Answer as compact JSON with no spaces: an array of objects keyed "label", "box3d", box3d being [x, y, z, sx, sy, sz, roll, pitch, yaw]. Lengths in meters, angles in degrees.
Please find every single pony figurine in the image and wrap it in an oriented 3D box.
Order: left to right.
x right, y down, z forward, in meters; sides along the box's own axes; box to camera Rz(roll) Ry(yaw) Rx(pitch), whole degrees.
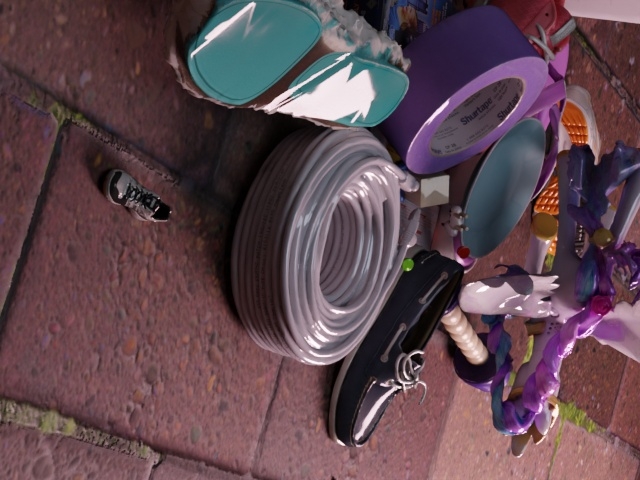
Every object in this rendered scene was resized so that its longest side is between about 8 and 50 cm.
[{"label":"pony figurine","box3d":[0.313,0.061,2.089,0.351,0.303,0.363,112,-4,-66]}]

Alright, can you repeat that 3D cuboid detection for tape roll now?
[{"label":"tape roll","box3d":[0.150,-0.163,1.874,0.189,0.080,0.189,-30,158,-14]}]

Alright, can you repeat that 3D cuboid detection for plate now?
[{"label":"plate","box3d":[0.216,-0.067,2.094,0.188,0.024,0.188,-42,147,-36]}]

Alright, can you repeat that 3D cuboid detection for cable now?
[{"label":"cable","box3d":[0.000,0.000,1.801,0.257,0.089,0.257,-67,150,-19]}]

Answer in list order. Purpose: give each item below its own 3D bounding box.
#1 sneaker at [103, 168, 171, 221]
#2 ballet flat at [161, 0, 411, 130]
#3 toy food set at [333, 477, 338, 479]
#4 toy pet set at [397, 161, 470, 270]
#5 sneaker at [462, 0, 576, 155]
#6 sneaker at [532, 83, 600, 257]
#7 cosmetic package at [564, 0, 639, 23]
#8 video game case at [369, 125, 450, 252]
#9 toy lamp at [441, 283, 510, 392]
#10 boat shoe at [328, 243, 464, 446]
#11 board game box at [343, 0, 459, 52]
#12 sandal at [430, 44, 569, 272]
[{"label":"sneaker","box3d":[-0.161,-0.040,1.531,0.083,0.037,0.032,36,70,-59]},{"label":"ballet flat","box3d":[-0.051,-0.193,1.598,0.409,0.147,0.147,19,84,-65]},{"label":"toy food set","box3d":[0.002,0.340,2.011,0.122,0.019,0.078,-52,143,-41]},{"label":"toy pet set","box3d":[0.106,-0.031,1.979,0.122,0.065,0.114,-10,112,-26]},{"label":"sneaker","box3d":[0.231,-0.240,2.049,0.116,0.136,0.313,59,39,-48]},{"label":"sneaker","box3d":[0.365,-0.100,2.455,0.121,0.099,0.262,-51,146,-52]},{"label":"cosmetic package","box3d":[0.522,-0.493,2.270,0.327,0.394,0.329,-48,139,-45]},{"label":"video game case","box3d":[0.103,-0.087,2.032,0.204,0.025,0.285,24,80,-62]},{"label":"toy lamp","box3d":[0.188,0.122,2.218,0.080,0.080,0.274,-68,152,-20]},{"label":"boat shoe","box3d":[0.091,0.131,2.009,0.254,0.079,0.095,-64,152,-6]},{"label":"board game box","box3d":[0.099,-0.268,1.888,0.194,0.060,0.194,26,68,-55]},{"label":"sandal","box3d":[0.263,-0.121,2.235,0.416,0.102,0.169,-63,149,-25]}]
